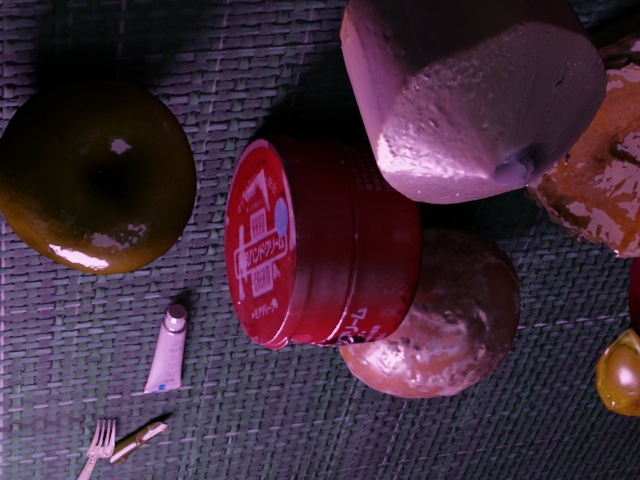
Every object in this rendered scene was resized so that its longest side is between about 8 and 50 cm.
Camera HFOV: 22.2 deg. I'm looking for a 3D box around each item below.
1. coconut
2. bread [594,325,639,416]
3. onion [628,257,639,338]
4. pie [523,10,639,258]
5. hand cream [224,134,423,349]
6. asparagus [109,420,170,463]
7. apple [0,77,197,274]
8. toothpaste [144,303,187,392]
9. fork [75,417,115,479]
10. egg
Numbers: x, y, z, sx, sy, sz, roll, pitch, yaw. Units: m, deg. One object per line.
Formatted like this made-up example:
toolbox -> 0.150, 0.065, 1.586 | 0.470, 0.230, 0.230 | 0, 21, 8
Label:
coconut -> 0.147, -0.154, 1.549 | 0.239, 0.244, 0.239 | -12, 147, -8
bread -> 0.576, 0.181, 2.324 | 0.383, 0.112, 0.166 | -4, 143, -19
onion -> 0.576, 0.057, 2.027 | 0.385, 0.348, 0.348 | -45, 161, -34
pie -> 0.378, -0.113, 1.795 | 0.339, 0.083, 0.339 | -2, 130, -3
hand cream -> 0.000, 0.000, 1.725 | 0.149, 0.230, 0.230 | -3, 143, -24
asparagus -> -0.239, 0.264, 2.170 | 0.108, 0.021, 0.025 | -34, 146, 23
apple -> -0.218, -0.062, 1.579 | 0.196, 0.196, 0.157 | 0, 172, -24
toothpaste -> -0.185, 0.137, 2.008 | 0.048, 0.031, 0.190 | -9, 148, -17
fork -> -0.313, 0.309, 2.194 | 0.034, 0.028, 0.219 | -2, 143, -27
egg -> 0.123, 0.088, 1.921 | 0.245, 0.203, 0.203 | -33, 143, 33
